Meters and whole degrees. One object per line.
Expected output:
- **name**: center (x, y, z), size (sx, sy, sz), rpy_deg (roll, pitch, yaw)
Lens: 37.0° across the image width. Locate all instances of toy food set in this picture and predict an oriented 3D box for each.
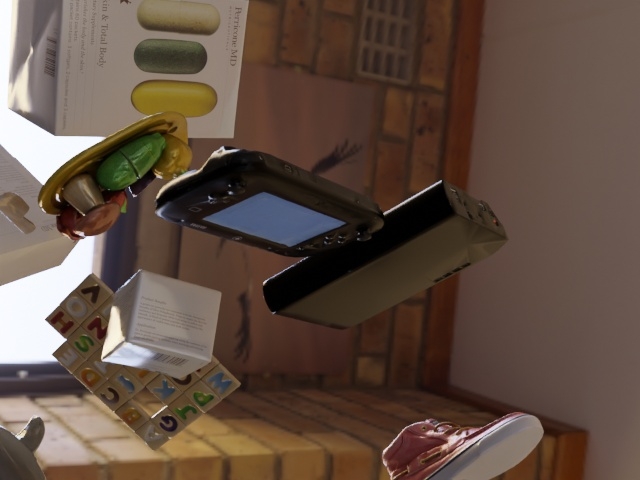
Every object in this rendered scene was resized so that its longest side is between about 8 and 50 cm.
- **toy food set**: center (-0.216, -0.048, 0.997), size (0.071, 0.217, 0.128), rpy_deg (54, -17, 11)

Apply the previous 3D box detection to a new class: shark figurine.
- **shark figurine**: center (-0.387, 0.195, 0.940), size (0.166, 0.278, 0.116), rpy_deg (-80, 169, -56)

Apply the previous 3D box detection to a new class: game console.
- **game console**: center (0.000, 0.000, 0.833), size (0.213, 0.361, 0.044), rpy_deg (-31, -119, 27)

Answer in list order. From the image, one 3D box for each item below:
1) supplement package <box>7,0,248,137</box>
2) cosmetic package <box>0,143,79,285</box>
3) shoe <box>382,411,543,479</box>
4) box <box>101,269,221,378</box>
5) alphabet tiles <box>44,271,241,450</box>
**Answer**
- **supplement package**: center (-0.269, -0.257, 1.319), size (0.198, 0.262, 0.199), rpy_deg (28, -65, 50)
- **cosmetic package**: center (-0.555, -0.054, 1.405), size (0.284, 0.377, 0.097), rpy_deg (41, -72, 7)
- **shoe**: center (0.136, 0.205, 0.960), size (0.178, 0.063, 0.081), rpy_deg (-42, -134, 23)
- **box**: center (-0.181, 0.097, 1.083), size (0.102, 0.101, 0.087), rpy_deg (-32, -134, 55)
- **alphabet tiles**: center (-0.248, 0.156, 1.263), size (0.198, 0.237, 0.009), rpy_deg (-40, -171, 32)
